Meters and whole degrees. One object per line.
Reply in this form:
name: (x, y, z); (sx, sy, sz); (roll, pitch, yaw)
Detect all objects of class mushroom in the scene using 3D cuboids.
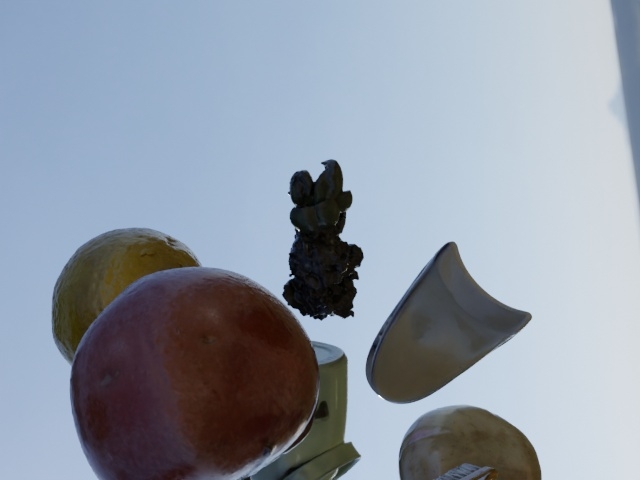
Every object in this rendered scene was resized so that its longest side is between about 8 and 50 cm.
mushroom: (0.235, 0.378, 2.041); (0.184, 0.254, 0.255); (-51, 23, 42)

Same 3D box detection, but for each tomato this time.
tomato: (-0.135, 0.147, 1.325); (0.265, 0.264, 0.265); (-8, -90, -76)

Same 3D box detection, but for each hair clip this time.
hair clip: (0.173, 0.151, 1.954); (0.172, 0.282, 0.113); (42, -167, 4)

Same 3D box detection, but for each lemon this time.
lemon: (-0.256, 0.097, 1.752); (0.253, 0.228, 0.229); (117, 146, -84)

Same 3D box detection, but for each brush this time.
brush: (0.166, 0.263, 1.271); (0.013, 0.103, 0.272); (69, 160, -6)

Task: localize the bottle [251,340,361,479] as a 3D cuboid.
bottle: (-0.047, 0.367, 2.241); (0.229, 0.229, 0.352); (-31, -59, -75)

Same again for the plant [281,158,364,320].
plant: (0.000, 0.000, 1.251); (0.087, 0.085, 0.174); (-108, 13, -62)
